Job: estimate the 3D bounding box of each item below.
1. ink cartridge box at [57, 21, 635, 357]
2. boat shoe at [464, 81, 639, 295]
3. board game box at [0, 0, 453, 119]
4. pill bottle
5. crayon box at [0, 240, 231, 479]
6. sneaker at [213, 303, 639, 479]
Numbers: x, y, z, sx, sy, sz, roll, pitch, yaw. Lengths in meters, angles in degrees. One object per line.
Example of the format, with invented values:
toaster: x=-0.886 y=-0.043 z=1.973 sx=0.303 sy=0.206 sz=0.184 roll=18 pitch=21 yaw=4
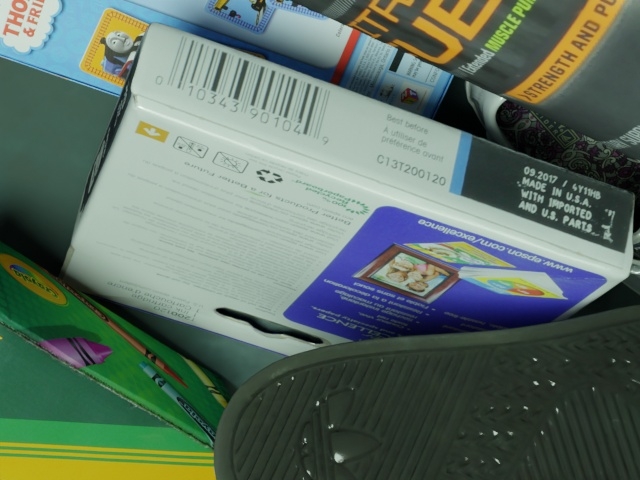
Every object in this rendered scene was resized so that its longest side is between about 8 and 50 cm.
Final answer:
ink cartridge box: x=0.000 y=0.000 z=0.744 sx=0.206 sy=0.045 sz=0.208 roll=18 pitch=155 yaw=-10
boat shoe: x=0.134 y=-0.017 z=0.743 sx=0.066 sy=0.063 sz=0.184 roll=-33 pitch=115 yaw=21
board game box: x=-0.036 y=-0.123 z=0.697 sx=0.212 sy=0.039 sz=0.160 roll=18 pitch=121 yaw=-11
pill bottle: x=0.042 y=-0.129 z=0.594 sx=0.246 sy=0.130 sz=0.130 roll=23 pitch=120 yaw=-11
crayon box: x=-0.185 y=0.141 z=0.792 sx=0.278 sy=0.081 sz=0.165 roll=-44 pitch=128 yaw=12
sneaker: x=0.107 y=0.110 z=0.739 sx=0.296 sy=0.123 sz=0.178 roll=0 pitch=160 yaw=0
